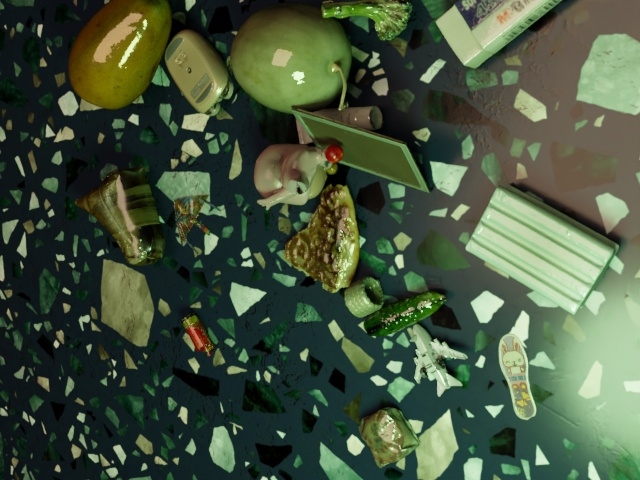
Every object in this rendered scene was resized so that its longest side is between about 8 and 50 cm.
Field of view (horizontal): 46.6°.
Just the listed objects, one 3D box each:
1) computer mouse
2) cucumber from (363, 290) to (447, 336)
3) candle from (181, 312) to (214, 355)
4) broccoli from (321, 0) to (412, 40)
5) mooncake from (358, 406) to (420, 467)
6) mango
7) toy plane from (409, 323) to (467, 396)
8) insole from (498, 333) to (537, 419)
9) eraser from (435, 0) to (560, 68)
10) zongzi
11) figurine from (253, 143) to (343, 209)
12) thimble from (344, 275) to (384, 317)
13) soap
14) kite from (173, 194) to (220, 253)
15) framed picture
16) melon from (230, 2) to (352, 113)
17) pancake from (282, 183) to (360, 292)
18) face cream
[{"bbox_3d":[-0.321,-0.446,1.969,0.145,0.082,0.236,-45,72,29],"label":"computer mouse"},{"bbox_3d":[0.198,0.171,1.749,0.228,0.069,0.069,-27,82,28],"label":"cucumber"},{"bbox_3d":[-0.344,0.271,2.111,0.052,0.052,0.130,-39,77,30],"label":"candle"},{"bbox_3d":[0.100,-0.507,1.640,0.118,0.204,0.122,-133,43,-70],"label":"broccoli"},{"bbox_3d":[0.158,0.478,1.814,0.125,0.073,0.129,-38,75,32],"label":"mooncake"},{"bbox_3d":[-0.525,-0.520,1.986,0.221,0.263,0.378,35,124,-18],"label":"mango"},{"bbox_3d":[0.259,0.273,1.726,0.162,0.066,0.171,-39,81,41],"label":"toy plane"},{"bbox_3d":[0.436,0.303,1.652,0.065,0.004,0.197,-12,90,33],"label":"insole"},{"bbox_3d":[0.383,-0.487,1.521,0.279,0.081,0.124,-37,77,31],"label":"eraser"},{"bbox_3d":[-0.596,-0.046,2.169,0.288,0.134,0.285,-19,85,32],"label":"zongzi"},{"bbox_3d":[-0.049,-0.153,1.780,0.287,0.186,0.176,175,104,-66],"label":"figurine"},{"bbox_3d":[0.106,0.132,1.775,0.062,0.110,0.084,-32,104,28],"label":"thimble"},{"bbox_3d":[0.457,0.014,1.546,0.265,0.088,0.159,33,113,24],"label":"soap"},{"bbox_3d":[-0.365,-0.065,2.096,0.160,0.010,0.182,41,116,20],"label":"kite"},{"bbox_3d":[0.095,-0.206,1.678,0.296,0.232,0.019,22,77,27],"label":"framed picture"},{"bbox_3d":[-0.068,-0.420,1.714,0.308,0.272,0.271,-1,97,26],"label":"melon"},{"bbox_3d":[0.000,0.000,1.866,0.245,0.057,0.265,-8,89,41],"label":"pancake"},{"bbox_3d":[0.038,-0.285,1.788,0.244,0.058,0.092,0,102,38],"label":"face cream"}]
